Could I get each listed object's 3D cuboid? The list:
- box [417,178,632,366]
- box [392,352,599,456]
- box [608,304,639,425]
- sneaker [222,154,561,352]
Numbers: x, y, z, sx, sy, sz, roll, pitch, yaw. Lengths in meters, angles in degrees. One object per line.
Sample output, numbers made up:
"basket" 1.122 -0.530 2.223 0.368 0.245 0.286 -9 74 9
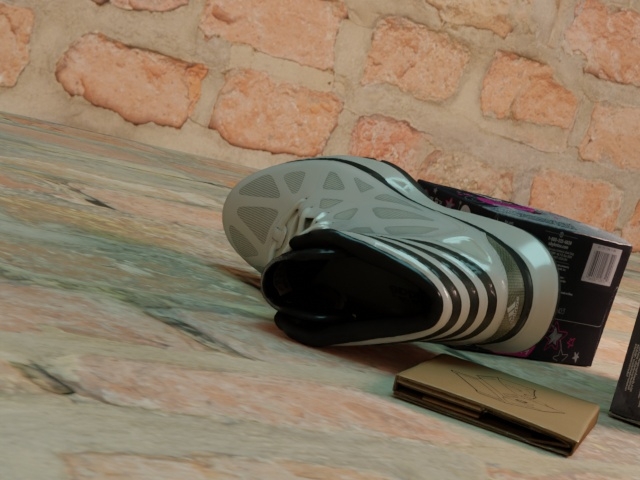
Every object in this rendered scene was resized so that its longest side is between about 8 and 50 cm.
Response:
"box" 0.213 0.038 1.834 0.247 0.163 0.142 11 10 -43
"box" 0.164 0.145 1.437 0.164 0.021 0.201 18 6 15
"box" 0.432 -0.001 1.683 0.097 0.395 0.318 17 6 25
"sneaker" 0.001 -0.001 1.620 0.257 0.169 0.447 4 10 -46
